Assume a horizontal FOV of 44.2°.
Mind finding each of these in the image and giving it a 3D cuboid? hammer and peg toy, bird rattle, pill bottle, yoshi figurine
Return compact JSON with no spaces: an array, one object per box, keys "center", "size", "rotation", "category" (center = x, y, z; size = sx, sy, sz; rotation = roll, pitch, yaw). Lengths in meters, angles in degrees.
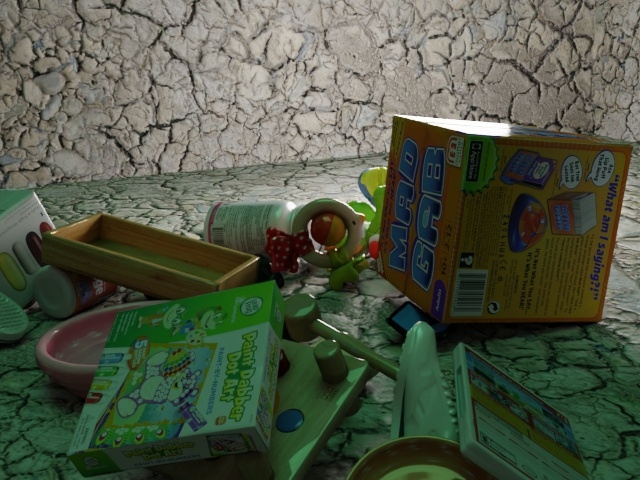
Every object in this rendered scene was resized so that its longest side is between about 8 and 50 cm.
[{"center":[-0.062,0.198,1.093],"size":[0.265,0.127,0.361],"rotation":[10,43,35],"category":"hammer and peg toy"},{"center":[0.000,0.000,1.847],"size":[0.253,0.207,0.143],"rotation":[21,5,8],"category":"bird rattle"},{"center":[-0.527,0.086,1.778],"size":[0.121,0.121,0.216],"rotation":[6,19,28],"category":"pill bottle"},{"center":[0.166,-0.035,2.018],"size":[0.362,0.204,0.203],"rotation":[3,1,28],"category":"yoshi figurine"},{"center":[-0.138,-0.021,1.997],"size":[0.283,0.161,0.160],"rotation":[0,16,21],"category":"pill bottle"}]

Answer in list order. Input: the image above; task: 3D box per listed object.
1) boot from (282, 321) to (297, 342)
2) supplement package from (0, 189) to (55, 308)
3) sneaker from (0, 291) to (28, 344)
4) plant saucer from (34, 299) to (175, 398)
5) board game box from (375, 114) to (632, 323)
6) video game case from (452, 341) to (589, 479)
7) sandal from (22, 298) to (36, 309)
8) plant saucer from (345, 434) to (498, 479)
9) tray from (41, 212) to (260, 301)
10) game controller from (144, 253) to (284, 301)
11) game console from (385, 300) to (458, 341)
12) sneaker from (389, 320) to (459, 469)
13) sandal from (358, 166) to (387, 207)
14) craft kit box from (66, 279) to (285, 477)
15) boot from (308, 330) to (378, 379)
[{"center":[-0.091,0.148,1.569],"size":[0.219,0.082,0.106],"rotation":[4,20,28],"category":"boot"},{"center":[-0.702,0.023,1.761],"size":[0.149,0.203,0.194],"rotation":[4,39,38],"category":"supplement package"},{"center":[-0.753,0.151,1.616],"size":[0.321,0.128,0.126],"rotation":[25,26,5],"category":"sneaker"},{"center":[-0.335,0.198,1.415],"size":[0.332,0.084,0.332],"rotation":[-4,15,1],"category":"plant saucer"},{"center":[0.356,-0.054,1.629],"size":[0.356,0.357,0.356],"rotation":[2,13,-18],"category":"board game box"},{"center":[0.265,0.254,1.039],"size":[0.204,0.025,0.285],"rotation":[35,18,-3],"category":"video game case"},{"center":[-0.656,0.114,1.842],"size":[0.072,0.049,0.180],"rotation":[-14,28,15],"category":"sandal"},{"center":[0.122,0.318,0.917],"size":[0.199,0.037,0.200],"rotation":[-3,40,3],"category":"plant saucer"},{"center":[-0.359,0.043,1.679],"size":[0.410,0.076,0.203],"rotation":[14,19,17],"category":"tray"},{"center":[-0.247,0.100,1.832],"size":[0.319,0.067,0.166],"rotation":[-11,32,-26],"category":"game controller"},{"center":[0.204,0.151,1.520],"size":[0.107,0.071,0.122],"rotation":[-22,5,32],"category":"game console"},{"center":[0.143,0.225,1.043],"size":[0.094,0.235,0.090],"rotation":[1,-14,16],"category":"sneaker"},{"center":[0.203,-0.097,2.188],"size":[0.138,0.126,0.317],"rotation":[-5,-30,45],"category":"sandal"},{"center":[-0.176,0.174,1.021],"size":[0.246,0.061,0.250],"rotation":[-10,38,11],"category":"craft kit box"},{"center":[-0.050,0.210,1.318],"size":[0.261,0.095,0.203],"rotation":[9,20,30],"category":"boot"}]
